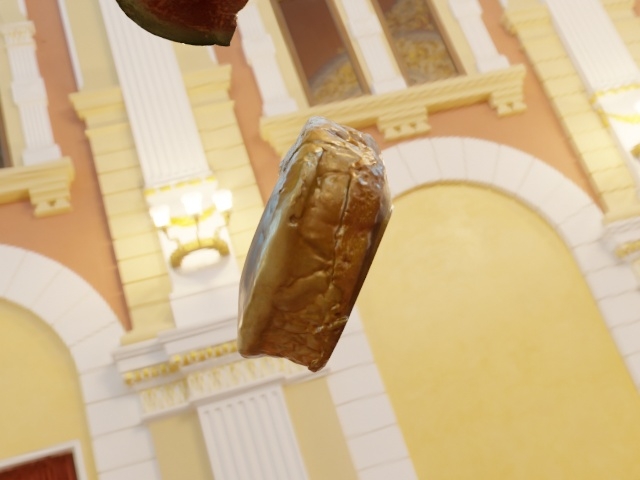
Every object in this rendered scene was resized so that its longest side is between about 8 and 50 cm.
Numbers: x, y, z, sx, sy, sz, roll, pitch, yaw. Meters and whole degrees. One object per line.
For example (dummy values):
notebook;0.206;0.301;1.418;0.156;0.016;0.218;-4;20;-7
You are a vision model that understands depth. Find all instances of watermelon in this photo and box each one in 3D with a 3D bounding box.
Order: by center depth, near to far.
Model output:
watermelon;-0.142;-0.323;0.931;0.207;0.136;0.202;-17;-21;-48

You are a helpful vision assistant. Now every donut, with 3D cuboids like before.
donut;0.000;0.000;1.062;0.160;0.330;0.330;12;-25;2
